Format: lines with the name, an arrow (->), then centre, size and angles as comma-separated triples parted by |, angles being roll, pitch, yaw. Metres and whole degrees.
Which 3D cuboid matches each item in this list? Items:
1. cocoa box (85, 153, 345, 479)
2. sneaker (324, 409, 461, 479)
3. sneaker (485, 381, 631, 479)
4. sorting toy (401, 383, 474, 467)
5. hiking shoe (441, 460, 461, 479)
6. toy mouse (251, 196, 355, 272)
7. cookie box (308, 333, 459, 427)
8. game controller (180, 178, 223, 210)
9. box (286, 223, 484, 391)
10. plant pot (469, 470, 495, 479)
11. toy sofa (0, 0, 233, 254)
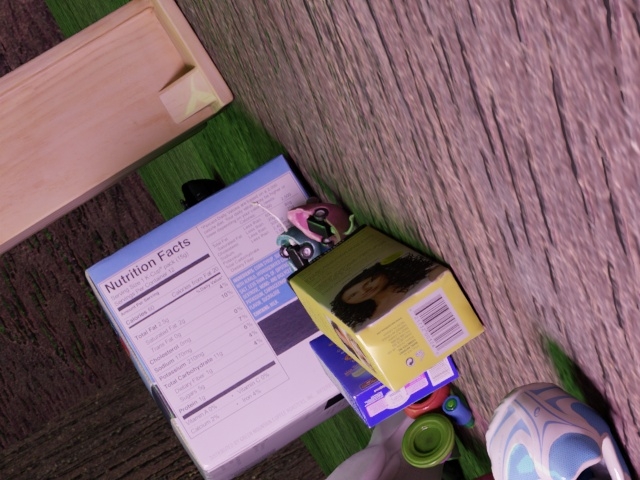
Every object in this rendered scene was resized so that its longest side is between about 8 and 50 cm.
cocoa box -> -0.077, 0.093, 1.698 | 0.228, 0.231, 0.347 | 58, 172, 8
sneaker -> 0.066, 0.235, 1.558 | 0.080, 0.212, 0.094 | -23, 105, 51
sneaker -> 0.166, 0.186, 1.047 | 0.086, 0.085, 0.237 | 57, 176, 48
sorting toy -> 0.105, 0.161, 1.462 | 0.042, 0.061, 0.102 | 46, -149, -43
hiking shoe -> 0.086, 0.264, 1.800 | 0.086, 0.114, 0.227 | 55, 172, 20
toy mouse -> 0.000, 0.000, 1.485 | 0.143, 0.031, 0.161 | 37, 151, 18
cookie box -> 0.054, 0.102, 1.425 | 0.107, 0.092, 0.040 | 48, 164, 58
game controller -> -0.094, 0.054, 2.321 | 0.319, 0.067, 0.166 | 57, 173, 9
box -> 0.045, 0.047, 1.282 | 0.058, 0.087, 0.232 | 57, 172, -14
plant pot -> 0.122, 0.299, 1.441 | 0.201, 0.180, 0.201 | 57, 172, 12
toy sofa -> -0.282, -0.108, 1.722 | 0.150, 0.362, 0.177 | 58, 168, -3
